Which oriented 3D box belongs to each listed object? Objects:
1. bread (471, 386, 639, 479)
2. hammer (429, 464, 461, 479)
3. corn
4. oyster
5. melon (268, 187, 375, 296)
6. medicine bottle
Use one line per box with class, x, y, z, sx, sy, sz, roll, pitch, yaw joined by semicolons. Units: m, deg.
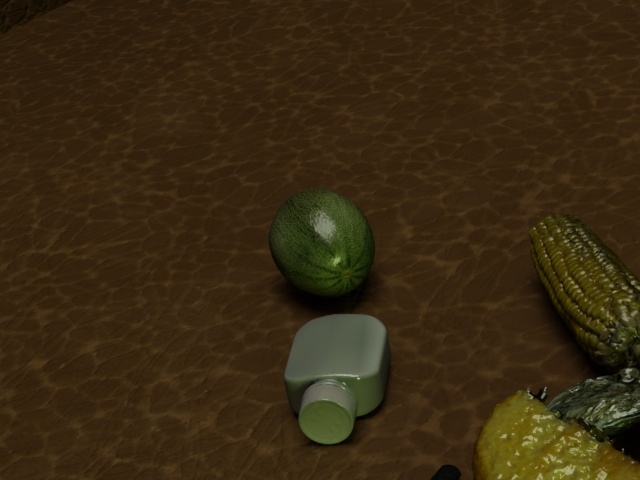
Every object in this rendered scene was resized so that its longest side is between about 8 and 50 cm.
bread;0.230;0.270;1.385;0.147;0.160;0.261;-31;40;-22
hammer;0.075;0.305;1.505;0.103;0.029;0.246;15;36;39
corn;0.335;0.062;1.777;0.115;0.115;0.318;-15;29;-8
oyster;0.306;0.190;1.579;0.177;0.064;0.125;-19;5;24
melon;0.000;0.000;1.969;0.139;0.139;0.192;-18;32;-14
medicine bottle;0.019;0.162;1.739;0.119;0.069;0.183;-4;28;11
